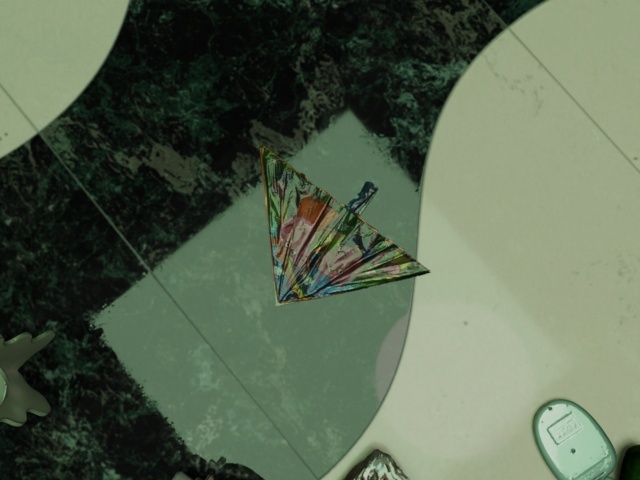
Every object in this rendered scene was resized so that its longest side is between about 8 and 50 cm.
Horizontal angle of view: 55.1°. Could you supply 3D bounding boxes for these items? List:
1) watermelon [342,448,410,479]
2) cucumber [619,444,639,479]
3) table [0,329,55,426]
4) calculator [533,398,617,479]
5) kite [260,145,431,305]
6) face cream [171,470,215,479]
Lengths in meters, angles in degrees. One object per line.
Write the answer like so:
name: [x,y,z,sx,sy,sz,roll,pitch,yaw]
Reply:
watermelon: [0.089,0.362,0.848,0.187,0.071,0.139,4,76,8]
cucumber: [0.452,0.399,0.847,0.069,0.069,0.228,-3,87,-1]
table: [-0.440,0.178,0.794,0.166,0.198,0.167,0,84,0]
calculator: [0.367,0.300,0.878,0.095,0.021,0.153,-32,81,-4]
kite: [0.000,0.000,0.916,0.321,0.016,0.234,37,86,4]
face cream: [-0.063,0.427,0.816,0.348,0.105,0.105,35,84,4]
